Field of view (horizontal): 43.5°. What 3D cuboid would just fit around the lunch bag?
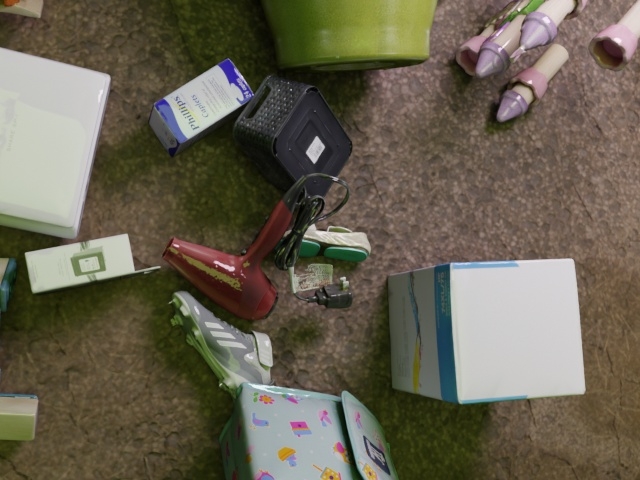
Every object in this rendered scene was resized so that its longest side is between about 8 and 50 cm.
[{"bbox_3d":[0.000,0.336,1.175,0.262,0.223,0.160,11,119,-18],"label":"lunch bag"}]

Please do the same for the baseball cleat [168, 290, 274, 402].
[{"bbox_3d":[-0.147,0.151,1.249,0.109,0.072,0.206,-35,99,-29],"label":"baseball cleat"}]

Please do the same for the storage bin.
[{"bbox_3d":[-0.038,-0.153,1.233,0.122,0.084,0.180,-58,145,-12],"label":"storage bin"}]

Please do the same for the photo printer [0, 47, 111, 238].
[{"bbox_3d":[-0.480,-0.155,1.157,0.307,0.107,0.256,13,82,-14],"label":"photo printer"}]

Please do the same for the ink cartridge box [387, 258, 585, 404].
[{"bbox_3d":[0.241,0.138,1.238,0.198,0.270,0.197,-1,84,-15],"label":"ink cartridge box"}]

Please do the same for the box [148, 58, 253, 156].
[{"bbox_3d":[-0.186,-0.201,1.229,0.137,0.126,0.072,-36,96,-15],"label":"box"}]

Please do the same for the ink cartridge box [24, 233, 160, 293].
[{"bbox_3d":[-0.333,0.033,1.182,0.180,0.104,0.060,-11,87,-16],"label":"ink cartridge box"}]

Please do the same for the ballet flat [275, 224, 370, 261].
[{"bbox_3d":[0.000,0.000,1.307,0.168,0.057,0.052,9,55,-17],"label":"ballet flat"}]

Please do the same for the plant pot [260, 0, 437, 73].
[{"bbox_3d":[0.043,-0.439,1.221,0.366,0.366,0.353,-6,99,-15],"label":"plant pot"}]

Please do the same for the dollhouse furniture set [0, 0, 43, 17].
[{"bbox_3d":[-0.458,-0.495,1.134,0.135,0.262,0.259,4,51,-13],"label":"dollhouse furniture set"}]

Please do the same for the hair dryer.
[{"bbox_3d":[-0.095,0.014,1.235,0.293,0.080,0.224,-8,104,-10],"label":"hair dryer"}]

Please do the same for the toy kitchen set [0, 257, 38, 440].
[{"bbox_3d":[-0.461,0.155,1.161,0.122,0.166,0.207,7,120,-14],"label":"toy kitchen set"}]

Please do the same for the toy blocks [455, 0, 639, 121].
[{"bbox_3d":[0.303,-0.348,1.286,0.309,0.288,0.260,47,71,-10],"label":"toy blocks"}]
